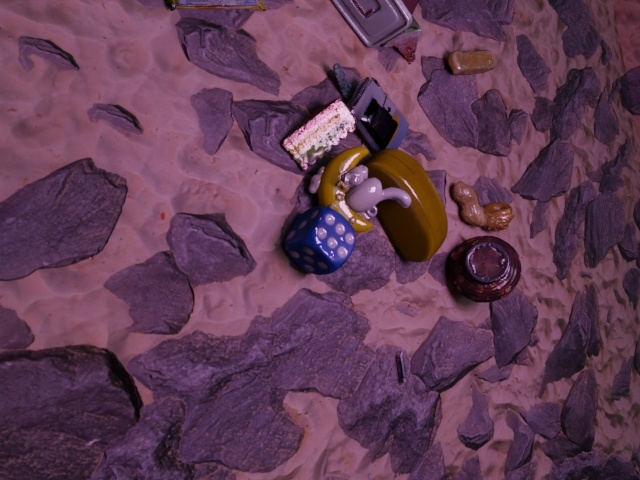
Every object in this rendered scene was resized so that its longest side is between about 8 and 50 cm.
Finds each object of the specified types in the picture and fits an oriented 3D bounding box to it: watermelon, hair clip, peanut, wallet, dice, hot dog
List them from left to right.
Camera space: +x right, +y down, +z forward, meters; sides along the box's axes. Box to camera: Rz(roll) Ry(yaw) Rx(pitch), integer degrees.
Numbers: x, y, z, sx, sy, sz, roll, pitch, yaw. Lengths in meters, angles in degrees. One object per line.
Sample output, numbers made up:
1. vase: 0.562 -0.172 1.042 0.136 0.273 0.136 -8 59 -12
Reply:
1. dice: 0.000 0.000 1.476 0.143 0.146 0.146 43 57 -23
2. hair clip: 0.099 -0.457 1.664 0.229 0.036 0.066 43 67 -39
3. wallet: 0.182 -0.378 1.681 0.231 0.069 0.170 46 67 -34
4. watermelon: 0.292 -0.682 1.801 0.158 0.121 0.098 19 52 -39
5. hot dog: 0.553 -0.662 2.018 0.242 0.073 0.084 -18 92 -35
6. peanut: 0.533 -0.128 1.943 0.089 0.089 0.193 -40 105 -33

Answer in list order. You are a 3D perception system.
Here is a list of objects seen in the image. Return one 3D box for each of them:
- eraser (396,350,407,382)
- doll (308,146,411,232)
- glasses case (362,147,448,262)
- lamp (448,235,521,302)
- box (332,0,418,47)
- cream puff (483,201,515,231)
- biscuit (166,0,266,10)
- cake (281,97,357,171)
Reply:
1. eraser: 0.255 0.398 1.702 0.019 0.027 0.099 -9 90 -30
2. doll: 0.100 -0.137 1.549 0.252 0.111 0.237 -34 92 -5
3. glasses case: 0.276 -0.116 1.681 0.141 0.173 0.371 -45 112 -36
4. lamp: 0.563 0.097 1.858 0.247 0.247 0.247 5 82 -37
5. box: 0.162 -0.771 1.663 0.294 0.193 0.167 46 52 -24
6. cream puff: 0.653 -0.084 2.013 0.133 0.119 0.104 -23 120 -10
7. biscuit: -0.265 -0.623 1.410 0.292 0.026 0.048 -19 93 -38
8. cake: -0.010 -0.306 1.566 0.225 0.090 0.109 -41 113 -13
